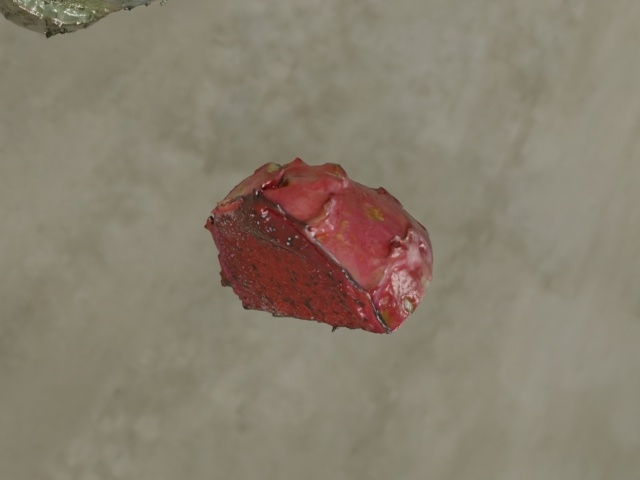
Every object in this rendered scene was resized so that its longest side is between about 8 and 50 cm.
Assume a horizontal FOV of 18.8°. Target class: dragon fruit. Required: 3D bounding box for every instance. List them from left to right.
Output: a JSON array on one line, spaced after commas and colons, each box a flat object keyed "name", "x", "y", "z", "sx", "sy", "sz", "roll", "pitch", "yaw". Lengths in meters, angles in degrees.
[{"name": "dragon fruit", "x": 0.000, "y": 0.000, "z": 1.832, "sx": 0.189, "sy": 0.261, "sz": 0.163, "roll": -11, "pitch": 98, "yaw": -35}]

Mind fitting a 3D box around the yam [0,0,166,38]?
[{"name": "yam", "x": -0.191, "y": -0.241, "z": 1.504, "sx": 0.154, "sy": 0.254, "sz": 0.154, "roll": -1, "pitch": 92, "yaw": -19}]
